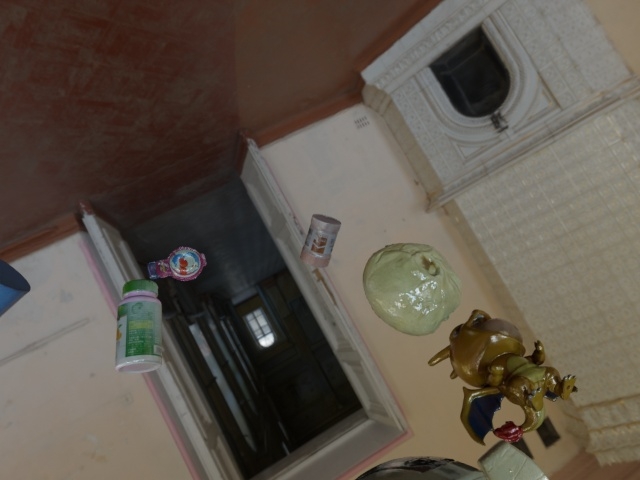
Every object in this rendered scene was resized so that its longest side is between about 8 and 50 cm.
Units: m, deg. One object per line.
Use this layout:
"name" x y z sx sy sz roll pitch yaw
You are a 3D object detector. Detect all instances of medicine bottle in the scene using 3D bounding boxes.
"medicine bottle" -0.566 0.264 1.304 0.133 0.274 0.133 -8 151 -5

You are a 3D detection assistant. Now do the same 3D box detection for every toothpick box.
"toothpick box" 0.000 0.000 1.337 0.098 0.098 0.149 -17 128 -63

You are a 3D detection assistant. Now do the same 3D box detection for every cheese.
"cheese" -0.374 0.064 1.088 0.145 0.095 0.038 -13 163 -19

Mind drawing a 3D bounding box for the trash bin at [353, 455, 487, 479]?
"trash bin" 0.166 0.507 0.518 0.280 0.432 0.280 -17 143 -13

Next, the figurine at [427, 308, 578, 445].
"figurine" 0.565 0.429 1.348 0.401 0.268 0.387 -27 -154 -16

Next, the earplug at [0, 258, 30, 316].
"earplug" -0.671 0.153 0.728 0.273 0.132 0.132 -50 178 -10

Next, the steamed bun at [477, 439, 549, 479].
"steamed bun" 0.789 0.973 1.716 0.200 0.250 0.155 -37 136 -17

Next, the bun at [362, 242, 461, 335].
"bun" 0.339 0.141 1.450 0.364 0.364 0.202 -24 157 -39
